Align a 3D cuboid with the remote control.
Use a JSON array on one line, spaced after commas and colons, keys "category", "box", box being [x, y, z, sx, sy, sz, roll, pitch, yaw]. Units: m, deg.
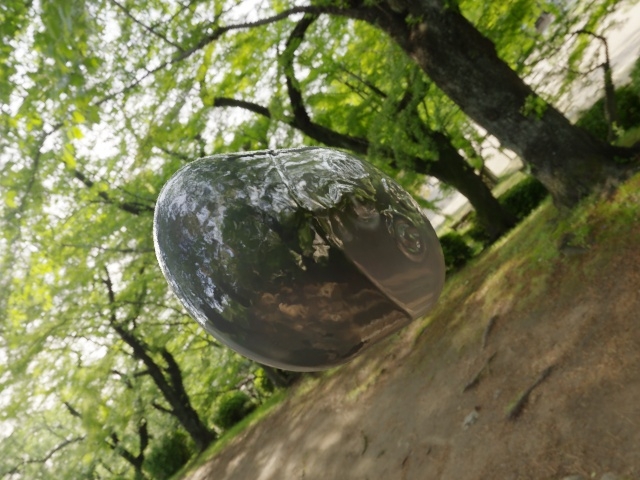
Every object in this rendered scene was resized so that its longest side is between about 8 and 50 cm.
[{"category": "remote control", "box": [0.000, 0.000, 0.505, 0.332, 0.221, 0.103, -19, -27, -49]}]
